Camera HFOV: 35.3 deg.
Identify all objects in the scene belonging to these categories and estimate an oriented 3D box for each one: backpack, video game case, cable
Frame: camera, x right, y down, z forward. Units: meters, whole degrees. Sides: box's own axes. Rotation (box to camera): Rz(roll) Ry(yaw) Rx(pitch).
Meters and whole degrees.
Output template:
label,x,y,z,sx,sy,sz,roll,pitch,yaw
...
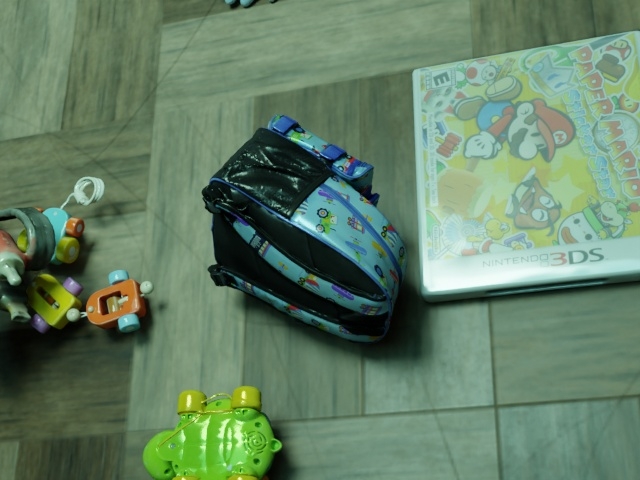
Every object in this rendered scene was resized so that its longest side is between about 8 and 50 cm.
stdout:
label,x,y,z,sx,sy,sz,roll,pitch,yaw
backpack,0.000,0.000,0.835,0.173,0.158,0.117,30,61,15
video game case,0.184,-0.065,0.866,0.206,0.026,0.227,-7,65,17
cable,-0.340,-0.011,0.968,0.287,0.072,0.139,45,111,38

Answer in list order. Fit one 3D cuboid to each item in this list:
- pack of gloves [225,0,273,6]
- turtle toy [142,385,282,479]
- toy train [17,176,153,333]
label,x,y,z,sx,sy,sz,roll,pitch,yaw
pack of gloves,-0.093,-0.364,1.010,0.195,0.232,0.046,27,31,-5
turtle toy,-0.091,0.175,0.835,0.130,0.066,0.095,-6,65,18
toy train,-0.223,0.028,0.965,0.125,0.046,0.166,-25,64,7
